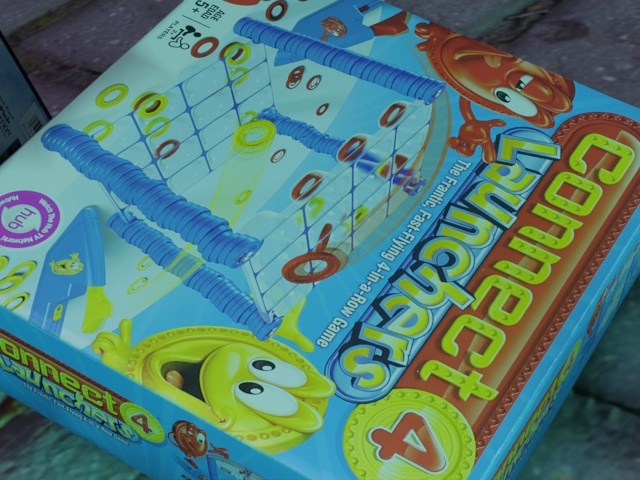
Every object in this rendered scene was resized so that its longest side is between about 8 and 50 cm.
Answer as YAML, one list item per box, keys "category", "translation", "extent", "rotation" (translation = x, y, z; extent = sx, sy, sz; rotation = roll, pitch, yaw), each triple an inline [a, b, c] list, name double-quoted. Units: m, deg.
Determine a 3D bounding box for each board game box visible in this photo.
- category: "board game box"
  translation: [0.000, 0.000, 0.708]
  extent: [0.302, 0.086, 0.308]
  rotation: [26, 53, 19]

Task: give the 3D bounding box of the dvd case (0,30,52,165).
- category: "dvd case"
  translation: [-0.270, -0.070, 0.908]
  extent: [0.022, 0.180, 0.253]
  rotation: [-13, 31, 24]
